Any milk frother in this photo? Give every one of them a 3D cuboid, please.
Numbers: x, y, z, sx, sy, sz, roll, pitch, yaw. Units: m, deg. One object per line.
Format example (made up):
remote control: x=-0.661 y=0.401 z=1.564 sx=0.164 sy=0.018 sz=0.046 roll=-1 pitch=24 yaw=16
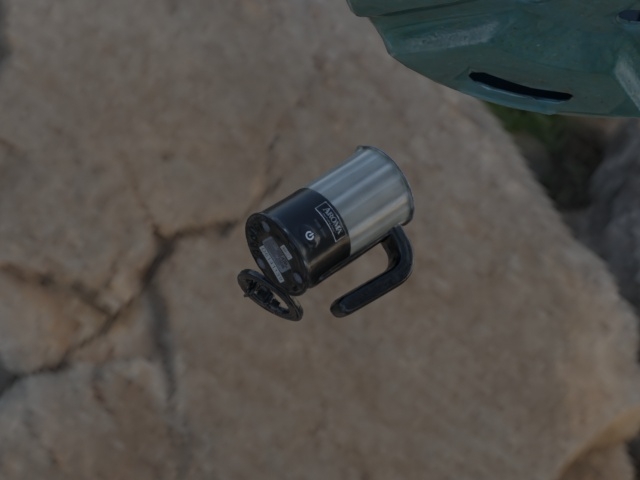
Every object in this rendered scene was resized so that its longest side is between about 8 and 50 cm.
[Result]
milk frother: x=0.000 y=0.000 z=1.719 sx=0.134 sy=0.143 sz=0.129 roll=-32 pitch=109 yaw=-29

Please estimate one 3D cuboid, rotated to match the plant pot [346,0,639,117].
plant pot: x=0.149 y=-0.261 z=0.932 sx=0.341 sy=0.341 sz=0.334 roll=16 pitch=64 yaw=-26
